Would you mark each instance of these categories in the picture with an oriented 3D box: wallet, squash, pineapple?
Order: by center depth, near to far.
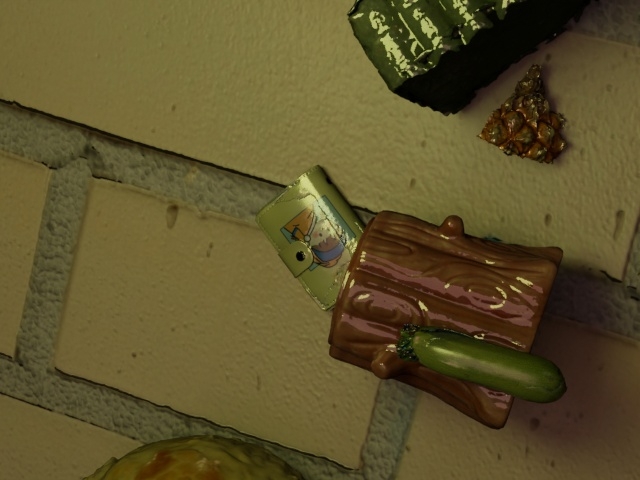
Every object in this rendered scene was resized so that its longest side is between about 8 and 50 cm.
[{"bbox_3d":[0.166,0.126,1.333,0.183,0.052,0.052,18,101,15],"label":"squash"},{"bbox_3d":[0.236,-0.148,1.492,0.114,0.077,0.114,16,90,-19],"label":"pineapple"},{"bbox_3d":[0.000,0.000,1.588,0.110,0.039,0.155,-39,83,16],"label":"wallet"}]

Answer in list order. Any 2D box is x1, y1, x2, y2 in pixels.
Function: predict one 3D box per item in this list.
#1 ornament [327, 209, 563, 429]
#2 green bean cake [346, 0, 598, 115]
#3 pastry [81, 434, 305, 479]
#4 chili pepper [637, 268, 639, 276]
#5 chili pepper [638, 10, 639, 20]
[{"bbox_3d":[0.134,0.088,1.455,0.217,0.221,0.235,19,146,8],"label":"ornament"},{"bbox_3d":[0.176,-0.254,1.396,0.241,0.255,0.132,-38,76,18],"label":"green bean cake"},{"bbox_3d":[-0.157,0.425,1.543,0.388,0.312,0.389,2,97,13],"label":"pastry"},{"bbox_3d":[0.491,0.036,1.429,0.268,0.050,0.059,5,82,16],"label":"chili pepper"},{"bbox_3d":[0.429,-0.232,1.425,0.153,0.041,0.050,4,118,2],"label":"chili pepper"}]
